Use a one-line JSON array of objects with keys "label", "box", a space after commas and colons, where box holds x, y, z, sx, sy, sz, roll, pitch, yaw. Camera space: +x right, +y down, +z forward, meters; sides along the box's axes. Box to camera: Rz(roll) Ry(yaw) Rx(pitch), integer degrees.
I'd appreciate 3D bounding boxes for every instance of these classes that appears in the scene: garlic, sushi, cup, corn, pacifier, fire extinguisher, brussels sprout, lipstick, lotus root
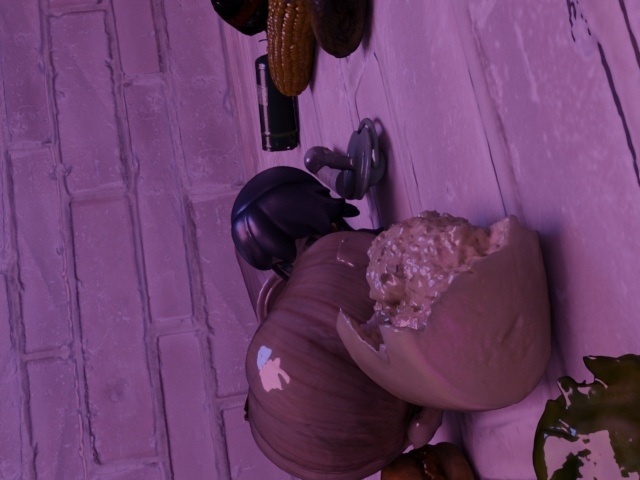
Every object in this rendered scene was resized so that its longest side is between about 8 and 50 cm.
[{"label": "garlic", "box": [0.030, 0.141, 0.944, 0.322, 0.240, 0.322, -165, 90, -84]}, {"label": "sushi", "box": [-0.124, -0.509, 1.462, 0.225, 0.136, 0.126, -62, -14, -2]}, {"label": "cup", "box": [-0.048, 0.089, 1.487, 0.273, 0.208, 0.288, -120, 31, -61]}, {"label": "corn", "box": [-0.059, -0.389, 1.497, 0.313, 0.101, 0.102, 105, 155, -65]}, {"label": "pacifier", "box": [0.034, -0.123, 1.139, 0.150, 0.116, 0.127, -128, 46, -76]}, {"label": "fire extinguisher", "box": [-0.105, -0.364, 1.827, 0.118, 0.093, 0.295, 23, 124, 48]}, {"label": "brussels sprout", "box": [0.201, 0.161, 0.484, 0.139, 0.100, 0.181, -4, 83, 61]}, {"label": "lipstick", "box": [0.024, -0.123, 1.355, 0.264, 0.059, 0.059, -129, 32, -72]}, {"label": "lotus root", "box": [0.024, -0.340, 1.095, 0.081, 0.089, 0.179, -65, -25, -46]}]

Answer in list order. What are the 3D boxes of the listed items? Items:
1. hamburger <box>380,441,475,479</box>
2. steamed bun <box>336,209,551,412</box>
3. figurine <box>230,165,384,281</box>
[{"label": "hamburger", "box": [0.141, 0.357, 0.953, 0.214, 0.108, 0.214, 168, 90, -83]}, {"label": "steamed bun", "box": [0.106, 0.059, 0.709, 0.225, 0.170, 0.200, 131, 136, -76]}, {"label": "figurine", "box": [-0.015, -0.002, 1.160, 0.197, 0.175, 0.265, 45, -178, 42]}]
